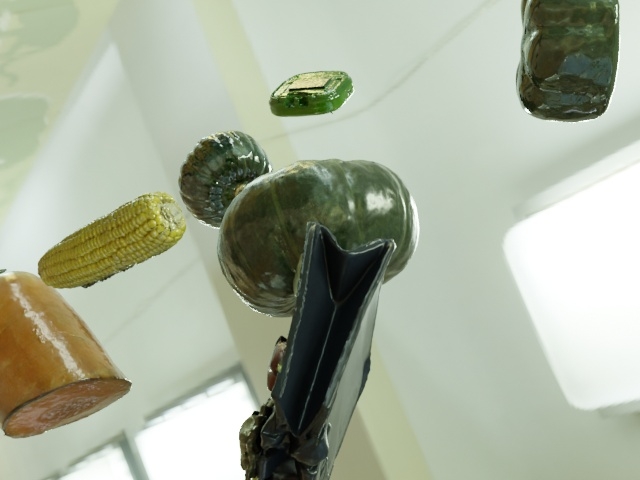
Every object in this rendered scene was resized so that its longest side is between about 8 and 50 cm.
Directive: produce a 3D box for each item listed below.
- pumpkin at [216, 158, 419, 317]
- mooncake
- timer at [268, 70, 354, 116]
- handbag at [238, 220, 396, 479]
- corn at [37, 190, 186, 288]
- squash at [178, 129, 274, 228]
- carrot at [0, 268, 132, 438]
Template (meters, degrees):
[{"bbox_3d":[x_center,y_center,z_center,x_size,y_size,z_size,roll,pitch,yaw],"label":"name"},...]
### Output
[{"bbox_3d":[0.000,0.000,1.600,0.207,0.300,0.300,68,-28,20],"label":"pumpkin"},{"bbox_3d":[0.275,-0.221,1.246,0.168,0.104,0.175,75,15,-72],"label":"mooncake"},{"bbox_3d":[-0.016,-0.259,1.933,0.140,0.128,0.047,0,-60,26],"label":"timer"},{"bbox_3d":[-0.011,0.176,1.383,0.122,0.329,0.303,15,-43,6],"label":"handbag"},{"bbox_3d":[-0.237,0.005,1.242,0.203,0.072,0.072,-24,-96,28],"label":"corn"},{"bbox_3d":[-0.199,-0.128,2.336,0.172,0.218,0.218,-115,-161,-65],"label":"squash"},{"bbox_3d":[-0.449,0.159,1.623,0.214,0.193,0.331,-49,-114,13],"label":"carrot"}]
